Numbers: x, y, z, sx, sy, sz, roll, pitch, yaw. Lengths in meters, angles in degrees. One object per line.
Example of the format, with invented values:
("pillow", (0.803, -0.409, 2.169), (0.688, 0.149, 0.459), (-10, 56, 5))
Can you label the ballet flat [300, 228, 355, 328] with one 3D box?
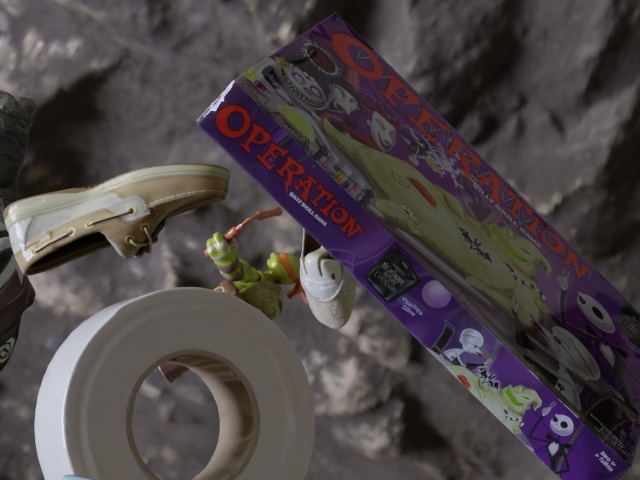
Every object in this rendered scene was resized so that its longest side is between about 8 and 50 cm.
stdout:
("ballet flat", (0.000, 0.000, 1.399), (0.057, 0.168, 0.052), (4, -172, 30))

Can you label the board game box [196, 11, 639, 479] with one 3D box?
("board game box", (0.089, 0.000, 1.046), (0.347, 0.208, 0.056), (44, 113, -1))

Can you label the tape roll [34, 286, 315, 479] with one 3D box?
("tape roll", (-0.151, 0.194, 1.619), (0.286, 0.286, 0.100), (34, 158, -20))

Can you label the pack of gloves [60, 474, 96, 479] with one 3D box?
("pack of gloves", (-0.083, 0.242, 0.831), (0.232, 0.195, 0.046), (14, -176, 8))

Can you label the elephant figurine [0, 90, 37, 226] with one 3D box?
("elephant figurine", (-0.322, -0.081, 1.366), (0.239, 0.186, 0.169), (7, 115, 20))

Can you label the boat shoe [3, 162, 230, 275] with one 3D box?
("boat shoe", (-0.114, -0.011, 0.888), (0.135, 0.045, 0.050), (-14, 165, 11))

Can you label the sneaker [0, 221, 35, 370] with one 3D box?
("sneaker", (-0.327, 0.106, 1.168), (0.106, 0.281, 0.162), (51, 172, 24))

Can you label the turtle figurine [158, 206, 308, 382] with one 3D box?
("turtle figurine", (-0.100, 0.078, 1.762), (0.087, 0.217, 0.269), (58, 180, 23))
